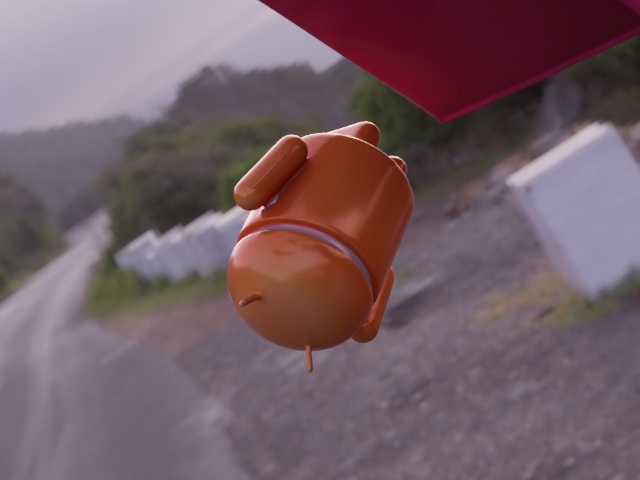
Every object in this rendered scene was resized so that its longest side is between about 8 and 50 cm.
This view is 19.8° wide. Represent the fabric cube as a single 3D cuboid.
[{"bbox_3d":[0.113,-0.297,1.532,0.254,0.258,0.259,-25,46,44],"label":"fabric cube"}]

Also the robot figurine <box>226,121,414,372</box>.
[{"bbox_3d":[-0.002,-0.001,1.510,0.158,0.128,0.219,92,-163,-50],"label":"robot figurine"}]
